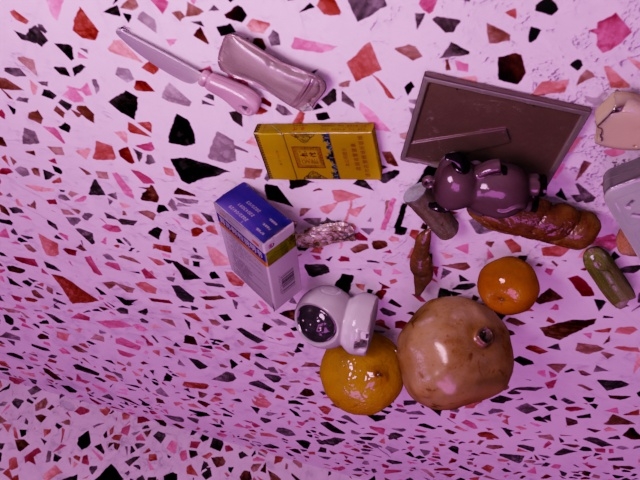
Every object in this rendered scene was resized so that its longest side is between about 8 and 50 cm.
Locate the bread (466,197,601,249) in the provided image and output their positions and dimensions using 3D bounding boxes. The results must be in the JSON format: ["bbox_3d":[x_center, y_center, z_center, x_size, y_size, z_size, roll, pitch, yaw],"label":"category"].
[{"bbox_3d":[0.470,-0.050,1.537,0.344,0.084,0.124,13,143,3],"label":"bread"}]

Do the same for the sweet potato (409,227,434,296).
[{"bbox_3d":[0.269,0.058,1.764,0.067,0.067,0.273,7,141,10],"label":"sweet potato"}]

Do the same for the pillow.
[{"bbox_3d":[-0.104,-0.345,1.384,0.233,0.038,0.131,26,154,-12],"label":"pillow"}]

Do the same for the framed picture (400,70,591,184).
[{"bbox_3d":[0.356,-0.222,1.404,0.335,0.022,0.247,13,144,2],"label":"framed picture"}]

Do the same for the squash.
[{"bbox_3d":[0.719,0.097,1.655,0.069,0.069,0.239,-19,131,37],"label":"squash"}]

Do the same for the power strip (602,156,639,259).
[{"bbox_3d":[0.734,-0.095,1.336,0.261,0.141,0.229,-23,120,36],"label":"power strip"}]

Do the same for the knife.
[{"bbox_3d":[-0.283,-0.364,1.437,0.336,0.043,0.081,27,156,-7],"label":"knife"}]

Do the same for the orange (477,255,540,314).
[{"bbox_3d":[0.482,0.112,1.699,0.159,0.136,0.158,20,135,21],"label":"orange"}]

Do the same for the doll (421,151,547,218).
[{"bbox_3d":[0.347,-0.118,1.427,0.258,0.117,0.182,10,142,4],"label":"doll"}]

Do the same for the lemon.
[{"bbox_3d":[0.131,0.416,2.105,0.293,0.293,0.293,9,143,7],"label":"lemon"}]

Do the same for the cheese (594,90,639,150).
[{"bbox_3d":[0.648,-0.209,1.299,0.256,0.050,0.127,16,144,-14],"label":"cheese"}]

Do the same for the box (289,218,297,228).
[{"bbox_3d":[-0.107,-0.048,1.793,0.083,0.012,0.046,18,144,-7],"label":"box"}]

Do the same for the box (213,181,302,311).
[{"bbox_3d":[-0.159,0.020,1.748,0.200,0.106,0.299,39,152,29],"label":"box"}]

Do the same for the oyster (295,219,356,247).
[{"bbox_3d":[0.001,-0.003,1.768,0.200,0.061,0.106,-17,134,25],"label":"oyster"}]

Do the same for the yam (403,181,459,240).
[{"bbox_3d":[0.268,-0.072,1.595,0.068,0.068,0.169,-17,137,35],"label":"yam"}]

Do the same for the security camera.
[{"bbox_3d":[0.042,0.227,1.962,0.236,0.194,0.194,13,143,10],"label":"security camera"}]

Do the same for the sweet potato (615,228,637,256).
[{"bbox_3d":[0.790,-0.008,1.472,0.252,0.097,0.097,-3,140,25],"label":"sweet potato"}]

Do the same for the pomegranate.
[{"bbox_3d":[0.380,0.320,1.863,0.333,0.332,0.332,9,143,7],"label":"pomegranate"}]

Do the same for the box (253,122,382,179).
[{"bbox_3d":[-0.003,-0.205,1.536,0.279,0.041,0.153,2,143,16],"label":"box"}]
